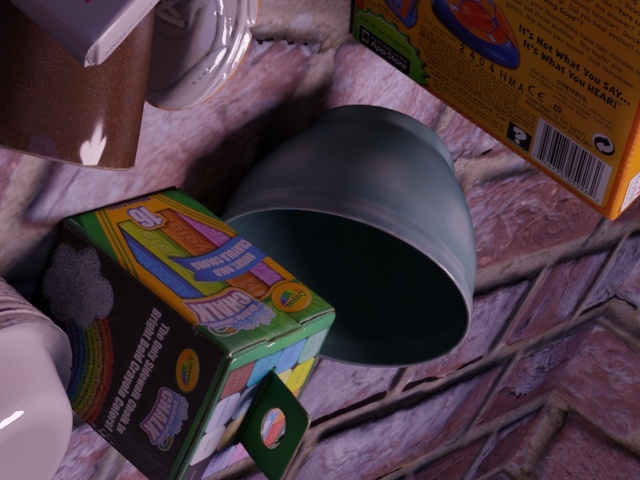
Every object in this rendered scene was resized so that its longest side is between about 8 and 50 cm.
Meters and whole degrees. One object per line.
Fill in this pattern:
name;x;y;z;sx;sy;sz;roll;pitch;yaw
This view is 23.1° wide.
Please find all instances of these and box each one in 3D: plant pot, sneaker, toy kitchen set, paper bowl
plant pot;0.042;-0.021;1.698;0.293;0.293;0.196;92;14;-56
sneaker;-0.103;-0.229;1.200;0.121;0.099;0.262;6;107;-52
toy kitchen set;0.000;0.000;1.869;0.068;0.075;0.083;-51;155;0
paper bowl;-0.333;0.176;1.376;0.284;0.148;0.284;-44;158;-23
plant pot;-0.195;-0.189;1.040;0.215;0.215;0.230;1;108;-64

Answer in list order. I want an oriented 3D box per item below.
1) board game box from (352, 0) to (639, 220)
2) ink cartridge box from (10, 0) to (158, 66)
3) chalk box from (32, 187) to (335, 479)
board game box;0.285;-0.321;1.554;0.356;0.356;0.356;-42;157;-25
ink cartridge box;-0.164;-0.243;0.908;0.172;0.237;0.100;-49;-172;-7
chalk box;-0.118;0.110;1.509;0.179;0.289;0.180;-21;143;-53
